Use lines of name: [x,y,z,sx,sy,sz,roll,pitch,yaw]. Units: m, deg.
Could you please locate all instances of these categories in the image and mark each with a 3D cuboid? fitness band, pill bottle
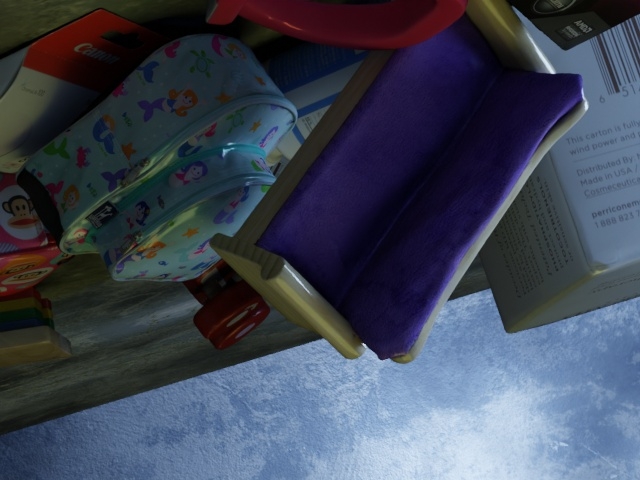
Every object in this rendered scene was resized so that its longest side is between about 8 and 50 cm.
fitness band: [0.013,-0.219,1.414,0.209,0.054,0.291,5,175,-14]
pill bottle: [0.005,-0.155,1.735,0.221,0.124,0.124,-21,168,20]

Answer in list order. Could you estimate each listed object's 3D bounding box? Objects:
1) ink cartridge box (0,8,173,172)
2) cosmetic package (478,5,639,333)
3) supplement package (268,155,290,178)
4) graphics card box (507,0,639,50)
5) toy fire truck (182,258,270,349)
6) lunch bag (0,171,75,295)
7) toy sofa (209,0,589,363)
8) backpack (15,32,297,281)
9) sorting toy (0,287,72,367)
ink cartridge box: [-0.263,-0.138,1.579,0.232,0.066,0.189,-18,170,19]
cosmetic package: [0.371,-0.110,2.008,0.329,0.327,0.394,-16,170,-11]
supplement package: [-0.053,-0.031,1.869,0.134,0.244,0.139,-63,163,2]
graphics card box: [0.320,-0.317,1.418,0.371,0.094,0.233,-25,156,22]
toy fire truck: [-0.101,0.010,2.318,0.254,0.169,0.302,-37,170,-3]
lunch bag: [-0.443,0.009,1.861,0.293,0.120,0.258,-9,169,-34]
toy sofa: [0.081,-0.073,1.542,0.177,0.362,0.150,22,161,48]
backpack: [-0.145,-0.082,1.617,0.253,0.191,0.225,-46,161,16]
sorting toy: [-0.501,0.132,2.310,0.255,0.089,0.257,-9,172,-3]
